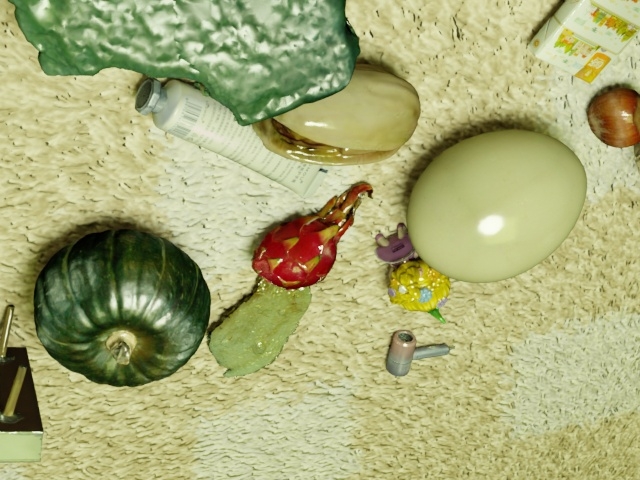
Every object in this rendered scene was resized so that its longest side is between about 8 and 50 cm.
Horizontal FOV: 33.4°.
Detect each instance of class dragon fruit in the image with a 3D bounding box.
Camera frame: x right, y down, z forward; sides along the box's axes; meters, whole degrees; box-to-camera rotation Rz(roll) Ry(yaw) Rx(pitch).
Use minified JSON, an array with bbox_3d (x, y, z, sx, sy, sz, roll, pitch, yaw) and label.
[{"bbox_3d":[0.000,0.000,1.392,0.190,0.094,0.094,-34,130,-7],"label":"dragon fruit"}]

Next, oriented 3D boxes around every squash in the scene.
[{"bbox_3d":[-0.244,0.084,1.315,0.218,0.173,0.218,4,152,2],"label":"squash"}]

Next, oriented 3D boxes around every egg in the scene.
[{"bbox_3d":[0.225,-0.046,1.365,0.241,0.186,0.186,-29,131,-10],"label":"egg"}]

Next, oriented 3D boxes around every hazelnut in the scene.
[{"bbox_3d":[0.395,-0.162,1.410,0.086,0.086,0.086,-9,128,-12],"label":"hazelnut"}]

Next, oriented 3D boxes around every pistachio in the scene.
[{"bbox_3d":[0.023,-0.151,1.254,0.206,0.131,0.130,-3,149,-24],"label":"pistachio"}]

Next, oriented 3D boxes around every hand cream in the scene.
[{"bbox_3d":[-0.094,-0.127,1.284,0.276,0.059,0.095,21,113,-35],"label":"hand cream"}]

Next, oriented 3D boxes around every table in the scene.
[{"bbox_3d":[-0.405,0.163,1.289,0.121,0.240,0.111,3,107,-22],"label":"table"}]

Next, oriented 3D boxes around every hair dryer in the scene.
[{"bbox_3d":[0.156,0.164,1.605,0.114,0.037,0.063,-5,127,-25],"label":"hair dryer"}]

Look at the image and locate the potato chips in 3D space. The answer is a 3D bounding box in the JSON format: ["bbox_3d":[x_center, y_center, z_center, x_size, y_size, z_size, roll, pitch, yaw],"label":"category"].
[{"bbox_3d":[-0.091,0.118,1.491,0.142,0.026,0.209,-3,129,-21],"label":"potato chips"}]

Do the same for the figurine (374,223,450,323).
[{"bbox_3d":[0.137,0.066,1.470,0.094,0.115,0.156,-20,133,10],"label":"figurine"}]

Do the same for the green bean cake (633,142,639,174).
[{"bbox_3d":[0.502,-0.077,1.459,0.085,0.109,0.179,-26,119,28],"label":"green bean cake"}]

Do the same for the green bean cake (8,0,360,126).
[{"bbox_3d":[-0.145,-0.258,1.091,0.307,0.169,0.300,-22,128,0],"label":"green bean cake"}]

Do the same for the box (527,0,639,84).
[{"bbox_3d":[0.365,-0.296,1.301,0.122,0.032,0.220,15,125,-38],"label":"box"}]
